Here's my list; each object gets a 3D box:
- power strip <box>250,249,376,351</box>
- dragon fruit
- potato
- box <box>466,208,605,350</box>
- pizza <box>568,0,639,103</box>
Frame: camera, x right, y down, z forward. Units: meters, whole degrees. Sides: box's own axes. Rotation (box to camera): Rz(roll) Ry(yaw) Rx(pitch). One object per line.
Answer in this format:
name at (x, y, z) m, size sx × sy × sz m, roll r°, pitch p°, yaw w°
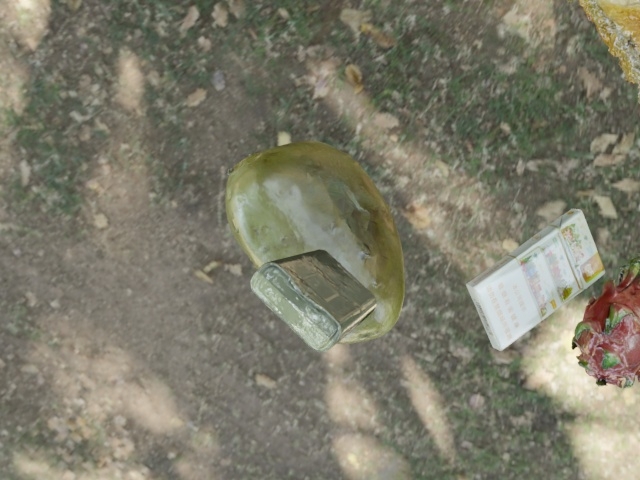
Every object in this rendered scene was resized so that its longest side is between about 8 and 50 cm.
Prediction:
power strip at (0.003, 0.051, 0.854) m, size 0.092 × 0.268 × 0.034 m, roll 43°, pitch 99°, yaw 7°
dragon fruit at (0.480, 0.120, 1.346) m, size 0.137 × 0.236 × 0.135 m, roll 35°, pitch 163°, yaw 14°
potato at (0.000, 0.000, 1.192) m, size 0.307 × 0.210 × 0.173 m, roll 61°, pitch 145°, yaw 11°
box at (0.331, 0.059, 1.331) m, size 0.122 × 0.220 × 0.032 m, roll 63°, pitch 162°, yaw -20°
pizza at (0.433, -0.311, 1.179) m, size 0.226 × 0.335 × 0.086 m, roll 18°, pitch 147°, yaw 4°
